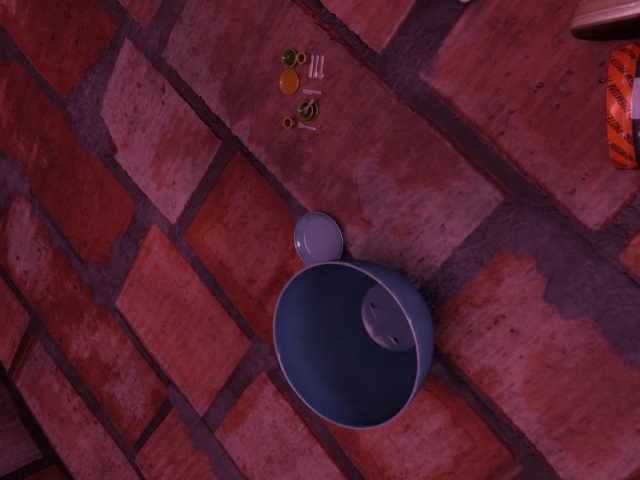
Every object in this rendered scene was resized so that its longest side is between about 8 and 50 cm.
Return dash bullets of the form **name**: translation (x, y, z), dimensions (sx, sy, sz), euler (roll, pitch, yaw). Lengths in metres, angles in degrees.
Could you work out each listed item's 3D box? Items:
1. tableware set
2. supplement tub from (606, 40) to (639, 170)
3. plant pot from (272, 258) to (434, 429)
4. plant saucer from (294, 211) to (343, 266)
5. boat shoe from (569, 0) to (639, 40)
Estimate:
- **tableware set**: translation (-0.046, -0.297, 1.196), dimensions (0.104, 0.024, 0.154), euler (18, 110, 31)
- **supplement tub**: translation (0.529, -0.169, 0.706), dimensions (0.337, 0.207, 0.207), euler (1, 101, 34)
- **plant pot**: translation (0.088, 0.162, 1.091), dimensions (0.290, 0.195, 0.290), euler (8, 104, 34)
- **plant saucer**: translation (0.000, 0.000, 1.226), dimensions (0.119, 0.021, 0.119), euler (9, 105, 33)
- **boat shoe**: translation (0.488, -0.347, 0.761), dimensions (0.341, 0.121, 0.110), euler (-12, 88, 26)
